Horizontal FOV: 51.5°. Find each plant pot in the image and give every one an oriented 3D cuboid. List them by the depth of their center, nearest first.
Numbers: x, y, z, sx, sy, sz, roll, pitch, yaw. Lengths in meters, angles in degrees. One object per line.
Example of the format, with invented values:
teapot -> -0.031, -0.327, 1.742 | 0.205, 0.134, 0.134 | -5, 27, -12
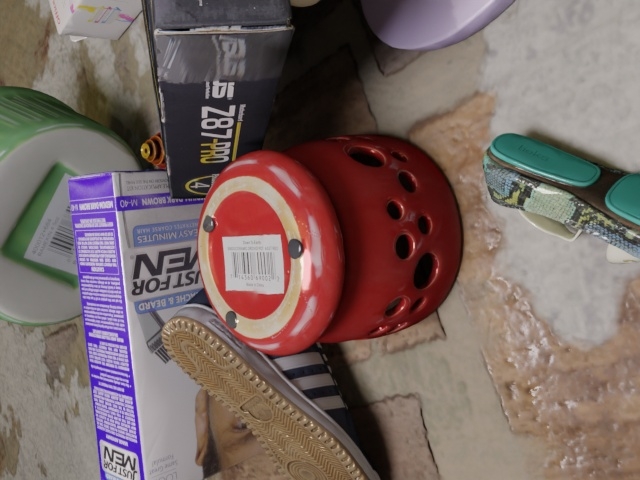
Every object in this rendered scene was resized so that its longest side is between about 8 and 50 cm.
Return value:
plant pot -> 0.000, 0.000, 0.587 | 0.191, 0.174, 0.191 | 6, 98, 44

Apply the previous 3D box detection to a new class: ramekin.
ramekin -> -0.370, -0.037, 0.865 | 0.148, 0.303, 0.303 | 20, 110, 33

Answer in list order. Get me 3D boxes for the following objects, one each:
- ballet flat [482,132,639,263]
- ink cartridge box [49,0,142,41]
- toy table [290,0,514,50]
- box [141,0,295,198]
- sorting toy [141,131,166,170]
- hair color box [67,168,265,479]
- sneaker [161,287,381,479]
ballet flat -> 0.200, -0.020, 0.471 | 0.188, 0.070, 0.070 | 34, 119, 38
ink cartridge box -> -0.299, -0.338, 0.883 | 0.143, 0.090, 0.092 | -26, 78, 45
toy table -> 0.078, -0.271, 0.473 | 0.252, 0.161, 0.274 | 41, 122, 32
box -> -0.115, -0.269, 0.575 | 0.318, 0.097, 0.395 | 122, 140, -72
sorting toy -> -0.213, -0.091, 0.872 | 0.061, 0.042, 0.102 | -20, 83, 45
hair color box -> -0.159, 0.090, 0.747 | 0.110, 0.185, 0.339 | 1, 98, 43
sneaker -> -0.019, 0.139, 0.693 | 0.282, 0.153, 0.099 | 48, 129, -10
